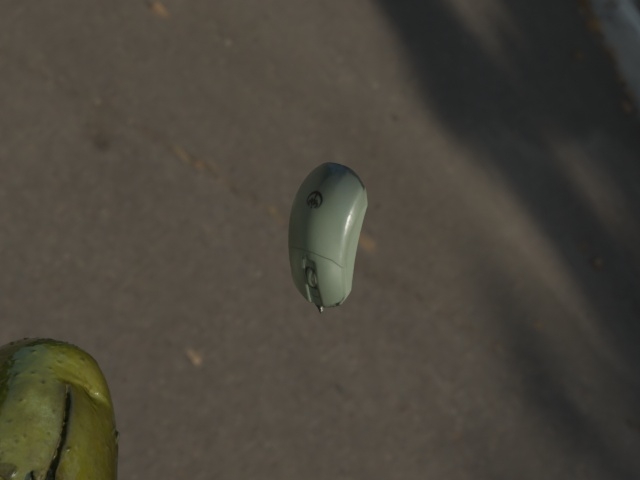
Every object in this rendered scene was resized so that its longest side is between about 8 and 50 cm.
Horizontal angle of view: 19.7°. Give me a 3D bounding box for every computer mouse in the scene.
[{"bbox_3d":[0.000,0.000,1.307,0.056,0.110,0.032,18,18,37],"label":"computer mouse"}]

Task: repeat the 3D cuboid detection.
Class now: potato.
[{"bbox_3d":[-0.205,0.187,1.270,0.143,0.169,0.248,11,66,-11],"label":"potato"}]
